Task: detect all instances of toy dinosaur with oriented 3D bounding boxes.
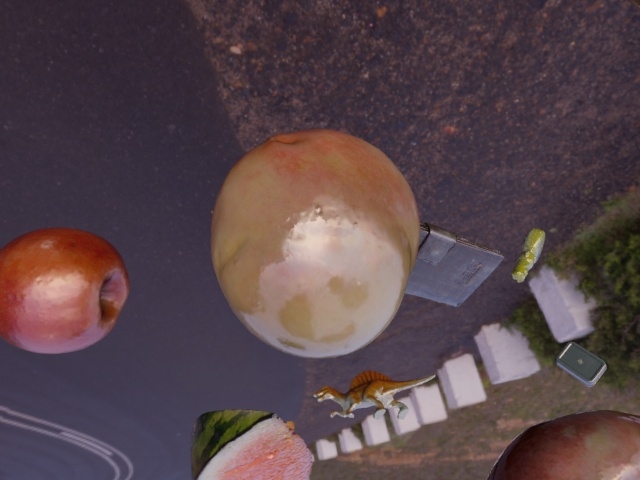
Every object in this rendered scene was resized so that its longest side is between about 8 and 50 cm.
[{"bbox_3d":[0.107,0.301,1.004,0.212,0.142,0.057,-22,118,-21],"label":"toy dinosaur"}]

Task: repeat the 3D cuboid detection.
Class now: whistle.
[{"bbox_3d":[0.591,0.043,1.447,0.057,0.198,0.104,20,139,31],"label":"whistle"}]

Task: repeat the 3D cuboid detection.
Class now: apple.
[{"bbox_3d":[-0.447,0.085,0.864,0.201,0.218,0.218,8,157,4],"label":"apple"}]

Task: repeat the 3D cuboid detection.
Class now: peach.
[{"bbox_3d":[0.174,0.188,0.312,0.152,0.152,0.152,-10,157,-4],"label":"peach"},{"bbox_3d":[0.000,-0.001,0.651,0.247,0.292,0.292,21,-179,40],"label":"peach"}]

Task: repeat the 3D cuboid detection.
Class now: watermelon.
[{"bbox_3d":[-0.066,0.219,0.495,0.119,0.063,0.245,-7,135,1],"label":"watermelon"}]

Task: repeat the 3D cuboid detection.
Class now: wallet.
[{"bbox_3d":[0.190,0.041,0.989,0.317,0.044,0.169,18,126,-22],"label":"wallet"}]

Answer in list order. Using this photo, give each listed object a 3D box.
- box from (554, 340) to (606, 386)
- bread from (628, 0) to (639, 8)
[{"bbox_3d":[0.776,0.365,1.508,0.091,0.126,0.031,-46,145,-8],"label":"box"},{"bbox_3d":[0.391,-0.310,0.546,0.088,0.128,0.232,-46,177,14],"label":"bread"}]
